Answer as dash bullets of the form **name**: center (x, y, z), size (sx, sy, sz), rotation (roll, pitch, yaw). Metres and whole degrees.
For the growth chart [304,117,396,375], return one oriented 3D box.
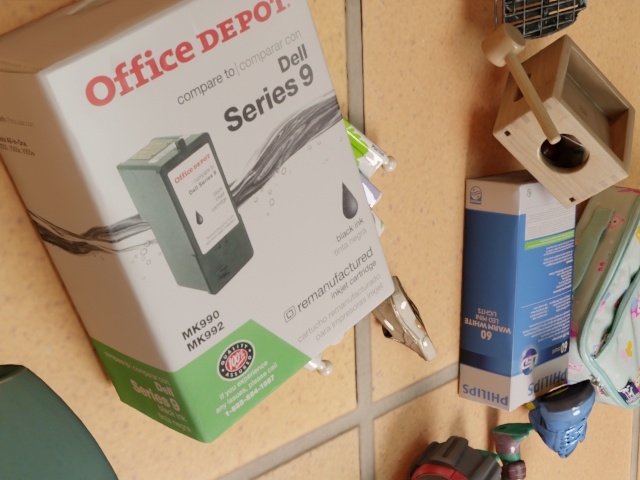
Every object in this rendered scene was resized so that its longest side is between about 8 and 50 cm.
- **growth chart**: center (0.000, 0.000, 0.878), size (0.172, 0.021, 0.237), rotation (26, 81, -47)

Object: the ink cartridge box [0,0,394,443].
- **ink cartridge box**: center (-0.088, -0.037, 0.683), size (0.211, 0.121, 0.289), rotation (-37, 122, -30)

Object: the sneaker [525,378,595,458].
- **sneaker**: center (0.299, 0.218, 1.139), size (0.209, 0.069, 0.082), rotation (75, -6, -77)

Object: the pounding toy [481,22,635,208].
- **pounding toy**: center (0.229, -0.135, 1.005), size (0.206, 0.094, 0.181), rotation (41, 43, -17)

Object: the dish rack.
- **dish rack**: center (0.227, -0.358, 1.022), size (0.208, 0.074, 0.271), rotation (-23, 116, -42)

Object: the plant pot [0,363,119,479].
- **plant pot**: center (-0.222, 0.198, 0.490), size (0.293, 0.293, 0.235), rotation (-14, 93, -46)

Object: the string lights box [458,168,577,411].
- **string lights box**: center (0.233, 0.053, 1.105), size (0.133, 0.077, 0.259), rotation (-11, 106, -46)

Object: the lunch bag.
- **lunch bag**: center (0.394, 0.077, 1.265), size (0.224, 0.108, 0.279), rotation (47, 64, -42)

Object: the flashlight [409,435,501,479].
- **flashlight**: center (0.084, 0.333, 0.963), size (0.103, 0.103, 0.304), rotation (54, 48, -7)

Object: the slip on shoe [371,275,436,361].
- **slip on shoe**: center (0.083, 0.087, 0.976), size (0.041, 0.051, 0.135), rotation (-26, 141, 7)

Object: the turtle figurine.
- **turtle figurine**: center (0.242, 0.351, 1.149), size (0.175, 0.118, 0.234), rotation (-32, 105, -58)
